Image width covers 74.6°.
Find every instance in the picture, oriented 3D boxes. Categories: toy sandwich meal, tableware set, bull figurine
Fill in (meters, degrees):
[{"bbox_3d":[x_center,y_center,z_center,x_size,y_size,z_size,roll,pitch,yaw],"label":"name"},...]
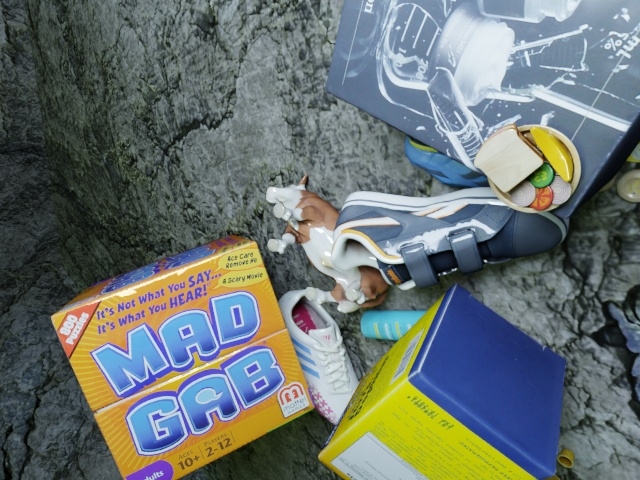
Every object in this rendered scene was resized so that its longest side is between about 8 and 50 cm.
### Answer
[{"bbox_3d":[0.175,-0.061,0.359,0.085,0.029,0.086,24,126,38],"label":"toy sandwich meal"},{"bbox_3d":[0.357,0.379,0.694,0.104,0.024,0.154,40,133,23],"label":"tableware set"},{"bbox_3d":[0.000,0.000,0.757,0.310,0.188,0.101,45,119,10],"label":"bull figurine"}]

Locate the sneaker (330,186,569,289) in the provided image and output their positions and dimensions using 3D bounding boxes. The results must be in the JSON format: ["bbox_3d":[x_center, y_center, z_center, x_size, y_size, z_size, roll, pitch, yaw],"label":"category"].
[{"bbox_3d":[0.159,0.008,0.588,0.321,0.128,0.126,3,147,37],"label":"sneaker"}]

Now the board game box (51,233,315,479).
[{"bbox_3d":[-0.276,0.217,0.911,0.356,0.356,0.357,8,119,71],"label":"board game box"}]

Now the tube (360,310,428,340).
[{"bbox_3d":[0.170,0.155,0.755,0.207,0.052,0.080,-7,116,41],"label":"tube"}]

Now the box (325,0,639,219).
[{"bbox_3d":[0.203,-0.257,0.397,0.312,0.179,0.343,37,131,28],"label":"box"}]

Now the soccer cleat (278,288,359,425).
[{"bbox_3d":[0.008,0.256,0.906,0.331,0.116,0.143,58,146,7],"label":"soccer cleat"}]

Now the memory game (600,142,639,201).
[{"bbox_3d":[0.347,-0.131,0.452,0.186,0.012,0.186,22,124,37],"label":"memory game"}]

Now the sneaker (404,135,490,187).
[{"bbox_3d":[0.213,-0.103,0.573,0.209,0.069,0.082,26,158,25],"label":"sneaker"}]

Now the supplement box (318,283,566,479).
[{"bbox_3d":[0.174,0.276,0.672,0.194,0.195,0.357,36,133,8],"label":"supplement box"}]
